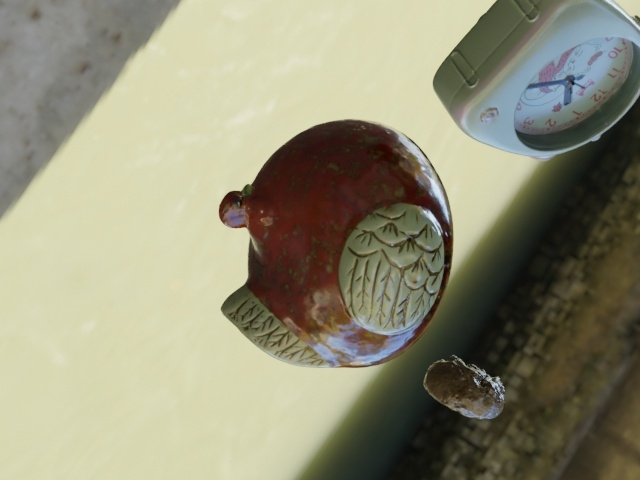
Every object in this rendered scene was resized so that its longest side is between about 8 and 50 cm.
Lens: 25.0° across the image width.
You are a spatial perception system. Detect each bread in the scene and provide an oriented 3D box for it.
[{"bbox_3d":[0.197,0.197,1.929,0.082,0.113,0.060,-91,-154,-79],"label":"bread"}]

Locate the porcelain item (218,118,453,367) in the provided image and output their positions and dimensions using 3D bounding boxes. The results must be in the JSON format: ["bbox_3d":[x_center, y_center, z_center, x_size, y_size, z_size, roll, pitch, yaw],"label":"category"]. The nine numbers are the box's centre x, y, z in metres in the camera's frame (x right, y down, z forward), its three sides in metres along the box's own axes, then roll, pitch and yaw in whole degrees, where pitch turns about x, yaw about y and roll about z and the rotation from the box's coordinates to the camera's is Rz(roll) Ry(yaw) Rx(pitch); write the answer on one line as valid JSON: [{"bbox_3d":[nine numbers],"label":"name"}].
[{"bbox_3d":[0.000,0.000,1.404,0.253,0.253,0.253,-45,154,-30],"label":"porcelain item"}]

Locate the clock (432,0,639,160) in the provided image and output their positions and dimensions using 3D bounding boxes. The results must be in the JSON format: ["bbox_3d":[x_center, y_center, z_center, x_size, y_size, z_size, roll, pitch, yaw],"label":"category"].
[{"bbox_3d":[0.337,-0.237,2.037,0.324,0.108,0.265,18,122,-46],"label":"clock"}]
